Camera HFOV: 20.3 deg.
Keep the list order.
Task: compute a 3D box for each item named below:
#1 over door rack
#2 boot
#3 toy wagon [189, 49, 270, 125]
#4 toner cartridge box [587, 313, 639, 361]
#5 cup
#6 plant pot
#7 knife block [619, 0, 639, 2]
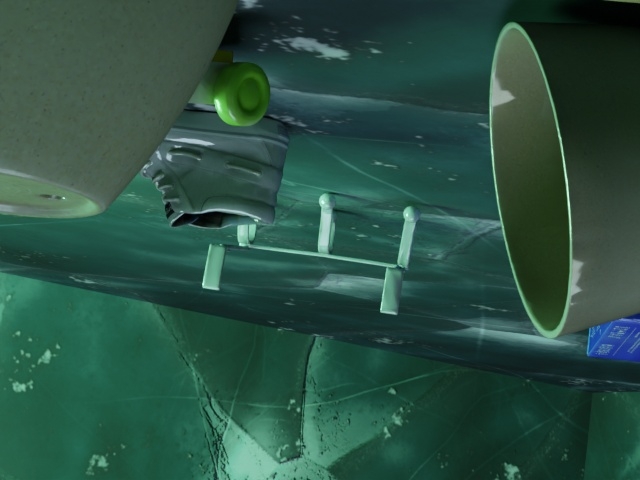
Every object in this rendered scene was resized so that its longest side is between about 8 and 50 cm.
[{"bbox_3d":[0.000,0.000,2.247,0.239,0.108,0.324,7,-169,5],"label":"over door rack"},{"bbox_3d":[-0.166,-0.077,1.968,0.258,0.123,0.095,4,169,18],"label":"boot"},{"bbox_3d":[-0.224,-0.145,1.565,0.267,0.068,0.344,7,-175,41],"label":"toy wagon"},{"bbox_3d":[0.374,0.043,2.126,0.075,0.165,0.348,7,171,5],"label":"toner cartridge box"},{"bbox_3d":[-0.222,-0.149,1.293,0.331,0.237,0.331,8,170,1],"label":"cup"},{"bbox_3d":[0.300,-0.067,1.451,0.274,0.257,0.256,-8,171,-6],"label":"plant pot"},{"bbox_3d":[0.213,-0.198,1.116,0.275,0.088,0.242,14,169,-34],"label":"knife block"}]
